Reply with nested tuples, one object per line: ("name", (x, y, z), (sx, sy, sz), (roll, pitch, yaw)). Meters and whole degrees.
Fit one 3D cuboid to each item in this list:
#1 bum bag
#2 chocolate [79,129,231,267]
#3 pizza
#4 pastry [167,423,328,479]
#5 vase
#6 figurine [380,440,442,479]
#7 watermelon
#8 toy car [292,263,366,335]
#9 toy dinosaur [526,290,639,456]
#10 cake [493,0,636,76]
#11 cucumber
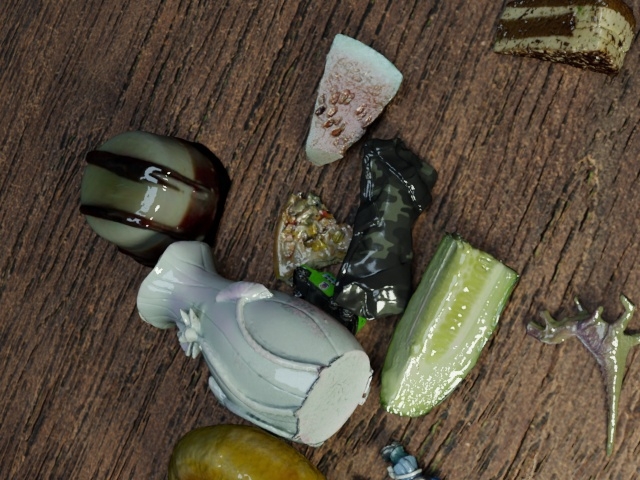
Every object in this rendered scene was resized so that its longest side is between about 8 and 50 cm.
("bum bag", (0.120, -0.021, 1.787), (0.144, 0.095, 0.340), (14, 76, -11))
("chocolate", (-0.343, -0.092, 1.946), (0.284, 0.186, 0.283), (-4, 78, 21))
("pizza", (0.000, 0.000, 1.862), (0.195, 0.052, 0.185), (6, 84, 23))
("pastry", (-0.113, 0.450, 1.675), (0.356, 0.356, 0.164), (33, 49, 24))
("vase", (-0.128, 0.170, 1.772), (0.445, 0.250, 0.250), (31, 92, 33))
("figurine", (0.163, 0.415, 1.702), (0.087, 0.086, 0.149), (-28, 56, -10))
("watermelon", (0.048, -0.249, 1.885), (0.154, 0.094, 0.241), (30, 92, 15))
("toy car", (0.016, 0.106, 1.818), (0.062, 0.071, 0.165), (-33, 61, -32))
("toy dinosaur", (0.471, 0.191, 1.634), (0.200, 0.072, 0.251), (-43, 79, 20))
("cake", (0.412, -0.376, 1.727), (0.246, 0.135, 0.112), (17, 87, 25))
("cucumber", (0.207, 0.154, 1.720), (0.145, 0.105, 0.325), (26, 92, -17))
